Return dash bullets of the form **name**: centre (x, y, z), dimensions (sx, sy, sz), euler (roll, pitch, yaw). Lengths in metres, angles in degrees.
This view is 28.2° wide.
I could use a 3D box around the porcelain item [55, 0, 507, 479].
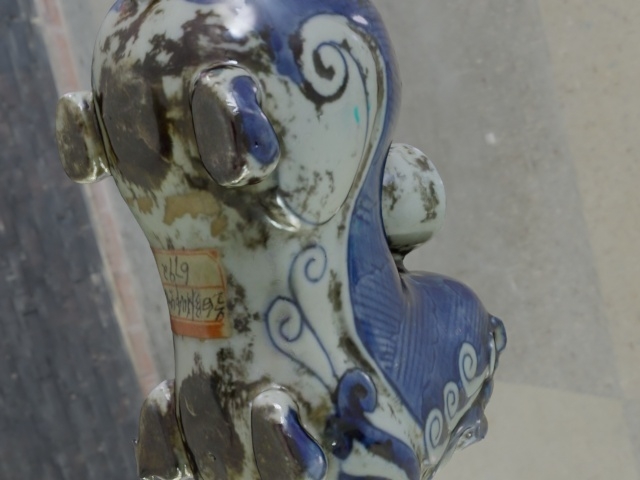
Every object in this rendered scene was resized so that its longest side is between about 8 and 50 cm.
- **porcelain item**: centre (0.000, 0.000, 0.587), dimensions (0.138, 0.186, 0.288), euler (-2, 104, 48)
